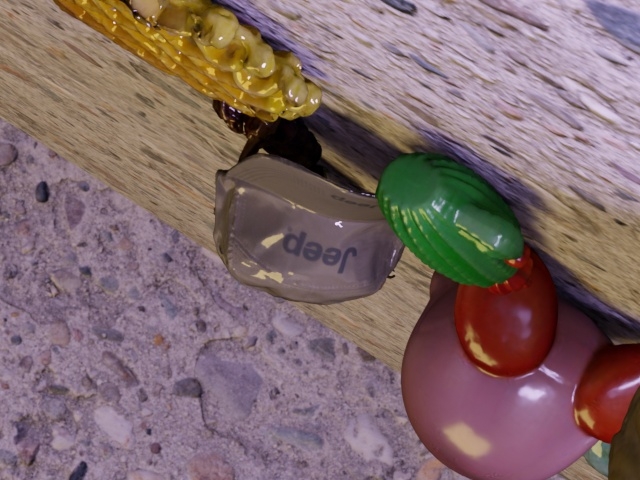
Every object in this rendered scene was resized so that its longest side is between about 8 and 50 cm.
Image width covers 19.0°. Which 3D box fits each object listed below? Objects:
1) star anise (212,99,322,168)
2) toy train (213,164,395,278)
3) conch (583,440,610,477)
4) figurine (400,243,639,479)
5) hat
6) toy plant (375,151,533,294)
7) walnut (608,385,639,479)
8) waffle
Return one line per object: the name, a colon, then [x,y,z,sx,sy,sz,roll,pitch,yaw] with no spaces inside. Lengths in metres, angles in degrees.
star anise: [-0.050,-0.098,1.896,0.097,0.070,0.191,25,173,34]
toy train: [-0.006,-0.015,2.071,0.219,0.127,0.089,20,-147,-17]
conch: [0.353,0.199,2.008,0.188,0.122,0.176,23,161,35]
figurine: [0.191,0.141,1.918,0.270,0.211,0.261,34,173,-15]
hat: [0.000,0.000,1.846,0.214,0.149,0.245,12,-176,-8]
toy plant: [0.117,-0.013,1.674,0.155,0.088,0.240,29,176,10]
walnut: [0.346,0.185,1.374,0.253,0.282,0.277,-2,176,-13]
waffle: [-0.139,-0.190,1.663,0.307,0.060,0.312,32,174,-17]
